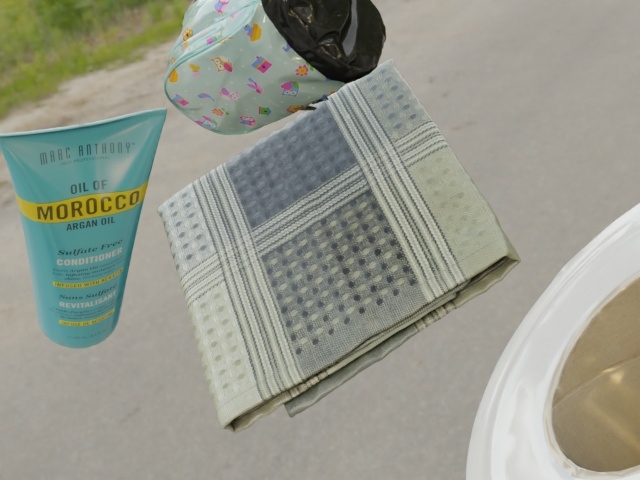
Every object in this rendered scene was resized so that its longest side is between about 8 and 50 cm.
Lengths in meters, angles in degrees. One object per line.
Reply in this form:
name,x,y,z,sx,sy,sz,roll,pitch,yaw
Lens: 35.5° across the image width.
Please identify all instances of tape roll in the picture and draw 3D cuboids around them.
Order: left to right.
tape roll,0.210,0.091,0.548,0.286,0.100,0.286,-47,17,19

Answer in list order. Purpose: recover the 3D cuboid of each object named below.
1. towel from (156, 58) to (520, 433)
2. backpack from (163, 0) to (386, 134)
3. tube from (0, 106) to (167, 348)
towel,0.000,0.000,0.972,0.312,0.056,0.324,-31,46,9
backpack,-0.054,-0.171,0.867,0.182,0.152,0.115,-17,41,40
tube,-0.134,-0.006,0.559,0.080,0.207,0.052,-17,65,-22
